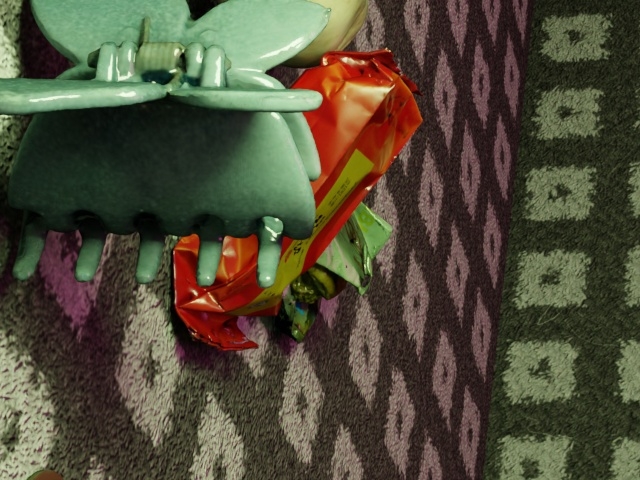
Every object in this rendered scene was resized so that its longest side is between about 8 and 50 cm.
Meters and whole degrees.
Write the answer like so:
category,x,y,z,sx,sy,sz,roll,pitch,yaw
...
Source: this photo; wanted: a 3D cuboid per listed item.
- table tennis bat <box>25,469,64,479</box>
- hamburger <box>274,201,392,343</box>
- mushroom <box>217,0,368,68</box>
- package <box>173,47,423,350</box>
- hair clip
category,x,y,z,sx,sy,sz,roll,pitch,yaw
table tennis bat,-0.272,0.354,1.762,0.138,0.022,0.247,-49,132,-64
hamburger,0.006,0.006,2.453,0.260,0.150,0.276,34,56,-66
mushroom,0.010,-0.385,2.163,0.314,0.336,0.314,-21,90,-86
package,-0.034,-0.057,2.159,0.423,0.123,0.196,-55,159,2
hair clip,-0.152,-0.098,1.684,0.392,0.318,0.238,-89,-179,-64
